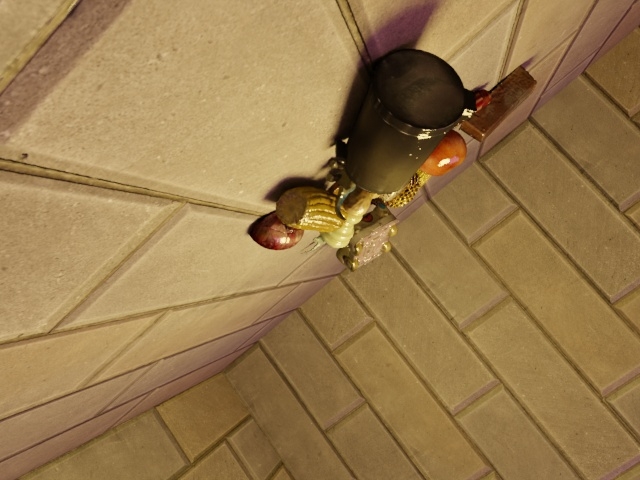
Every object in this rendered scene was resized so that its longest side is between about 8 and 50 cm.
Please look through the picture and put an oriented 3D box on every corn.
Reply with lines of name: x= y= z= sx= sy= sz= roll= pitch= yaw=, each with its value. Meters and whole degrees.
corn: x=-0.016 y=-0.089 z=1.290 sx=0.131 sy=0.131 sz=0.344 roll=-41 pitch=168 yaw=15
corn: x=0.441 y=-0.275 z=2.110 sx=0.081 sy=0.081 sz=0.248 roll=-27 pitch=165 yaw=-45

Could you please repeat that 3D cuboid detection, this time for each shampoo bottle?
shampoo bottle: x=0.508 y=-0.465 z=1.613 sx=0.260 sy=0.064 sz=0.102 roll=-34 pitch=164 yaw=-22

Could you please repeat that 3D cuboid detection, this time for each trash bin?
trash bin: x=0.179 y=-0.257 z=1.044 sx=0.252 sy=0.202 sz=0.301 roll=6 pitch=158 yaw=-9

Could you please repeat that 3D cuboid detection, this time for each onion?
onion: x=-0.118 y=-0.018 z=1.340 sx=0.206 sy=0.098 sz=0.151 roll=-26 pitch=162 yaw=-48

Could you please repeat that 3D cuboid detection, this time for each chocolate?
chocolate: x=0.709 y=-0.534 z=1.794 sx=0.321 sy=0.112 sz=0.112 roll=-44 pitch=166 yaw=4

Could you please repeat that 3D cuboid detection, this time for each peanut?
peanut: x=0.134 y=-0.164 z=1.367 sx=0.120 sy=0.110 sz=0.236 roll=70 pitch=35 yaw=-44

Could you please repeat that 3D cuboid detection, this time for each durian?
durian: x=0.322 y=-0.225 z=1.964 sx=0.252 sy=0.144 sz=0.139 roll=-46 pitch=-155 yaw=7

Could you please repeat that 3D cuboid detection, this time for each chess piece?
chess piece: x=0.101 y=-0.095 z=1.700 sx=0.133 sy=0.133 sz=0.243 roll=-27 pitch=157 yaw=-44

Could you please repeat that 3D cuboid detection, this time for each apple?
apple: x=0.470 y=-0.337 z=1.747 sx=0.201 sy=0.162 sz=0.201 roll=-38 pitch=168 yaw=-9

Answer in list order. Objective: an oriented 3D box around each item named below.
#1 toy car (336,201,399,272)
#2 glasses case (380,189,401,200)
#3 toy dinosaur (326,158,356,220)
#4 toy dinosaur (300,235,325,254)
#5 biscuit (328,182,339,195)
toy car: x=0.180 y=-0.032 z=2.010 sx=0.242 sy=0.226 sz=0.336 roll=-29 pitch=155 yaw=-17
glasses case: x=0.282 y=-0.221 z=1.701 sx=0.137 sy=0.085 sz=0.354 roll=-49 pitch=180 yaw=14
toy dinosaur: x=0.106 y=-0.179 z=1.286 sx=0.188 sy=0.247 sz=0.075 roll=-1 pitch=-176 yaw=-45
toy dinosaur: x=0.001 y=0.002 z=1.941 sx=0.209 sy=0.039 sz=0.082 roll=-38 pitch=170 yaw=2
biscuit: x=0.053 y=-0.146 z=1.536 sx=0.180 sy=0.039 sz=0.236 roll=-28 pitch=163 yaw=-38
